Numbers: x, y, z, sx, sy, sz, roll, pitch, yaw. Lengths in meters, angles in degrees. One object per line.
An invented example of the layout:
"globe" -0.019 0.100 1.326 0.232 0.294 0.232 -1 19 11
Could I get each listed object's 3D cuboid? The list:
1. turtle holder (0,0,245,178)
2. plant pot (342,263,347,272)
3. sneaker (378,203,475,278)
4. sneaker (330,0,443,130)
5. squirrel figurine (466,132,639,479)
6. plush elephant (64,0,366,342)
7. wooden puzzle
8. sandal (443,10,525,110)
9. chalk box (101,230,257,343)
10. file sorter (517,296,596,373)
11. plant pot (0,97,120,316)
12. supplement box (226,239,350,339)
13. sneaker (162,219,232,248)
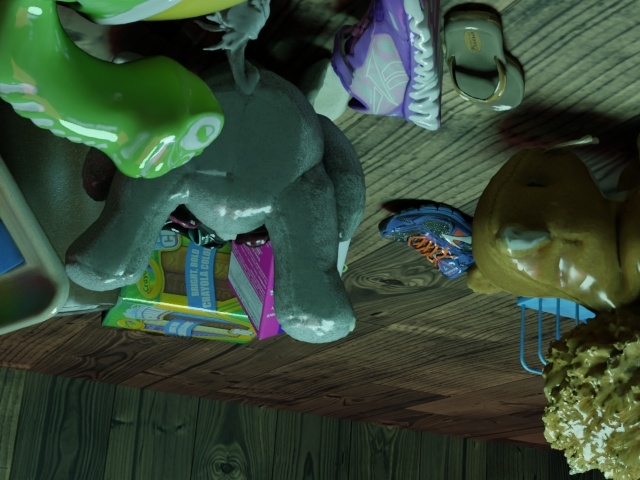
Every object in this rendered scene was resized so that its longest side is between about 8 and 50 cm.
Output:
"turtle holder" -0.082 -0.213 0.575 0.227 0.321 0.243 2 165 -41
"plant pot" 0.000 0.000 1.550 0.083 0.079 0.083 4 162 1
"sneaker" 0.180 0.007 1.518 0.221 0.087 0.083 13 159 -26
"sneaker" 0.058 -0.176 0.974 0.104 0.095 0.236 4 157 9
"squirrel figurine" 0.346 0.063 1.168 0.370 0.397 0.281 7 168 -5
"plush elephant" -0.088 -0.088 1.074 0.271 0.330 0.255 7 -175 -2
"wooden puzzle" -0.429 -0.050 1.123 0.080 0.348 0.322 -30 -171 -41
"sandal" 0.159 -0.166 1.064 0.072 0.049 0.180 -2 161 17
"chalk box" -0.214 0.031 1.537 0.288 0.180 0.179 9 161 -18
"file sorter" 0.356 0.115 1.411 0.118 0.105 0.170 13 158 -22
"plant pot" -0.292 -0.034 1.198 0.215 0.231 0.215 -8 173 -1
"supplement box" -0.041 0.008 1.363 0.111 0.114 0.220 -17 145 -23
"sneaker" -0.120 -0.034 1.439 0.267 0.106 0.101 8 160 -16
